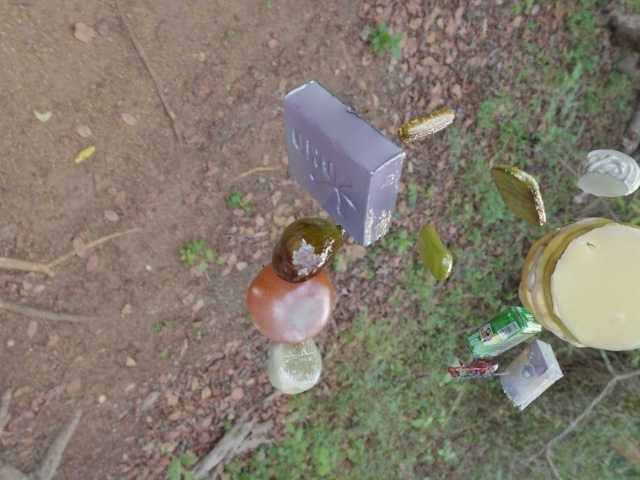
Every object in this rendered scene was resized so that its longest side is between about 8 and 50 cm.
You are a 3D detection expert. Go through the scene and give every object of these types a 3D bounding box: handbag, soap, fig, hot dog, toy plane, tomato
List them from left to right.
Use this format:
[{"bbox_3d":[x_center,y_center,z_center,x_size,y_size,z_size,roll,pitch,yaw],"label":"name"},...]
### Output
[{"bbox_3d":[-0.085,0.173,1.543,0.255,0.224,0.256,-11,112,-30],"label":"tomato"},{"bbox_3d":[-0.001,-0.002,1.369,0.274,0.146,0.170,-31,167,-25],"label":"fig"},{"bbox_3d":[0.047,-0.169,1.209,0.107,0.296,0.285,-35,152,-19],"label":"soap"},{"bbox_3d":[0.271,-0.296,1.382,0.165,0.071,0.045,-23,90,-18],"label":"hot dog"},{"bbox_3d":[0.260,0.027,1.225,0.045,0.140,0.089,-7,135,-15],"label":"soap"},{"bbox_3d":[0.379,0.313,1.300,0.145,0.060,0.037,-1,122,-8],"label":"toy plane"},{"bbox_3d":[0.555,0.360,1.426,0.095,0.117,0.173,22,123,-12],"label":"handbag"}]

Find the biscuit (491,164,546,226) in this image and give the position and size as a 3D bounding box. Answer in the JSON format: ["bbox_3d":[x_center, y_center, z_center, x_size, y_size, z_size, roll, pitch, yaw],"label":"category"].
[{"bbox_3d":[0.473,-0.107,1.262,0.029,0.118,0.247,-51,142,-3],"label":"biscuit"}]

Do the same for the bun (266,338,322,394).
[{"bbox_3d":[-0.092,0.372,1.635,0.178,0.193,0.128,3,150,-36],"label":"bun"}]

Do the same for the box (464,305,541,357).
[{"bbox_3d":[0.696,0.352,2.036,0.180,0.103,0.250,11,138,-45],"label":"box"}]

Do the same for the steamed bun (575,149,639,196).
[{"bbox_3d":[0.870,-0.210,1.612,0.183,0.182,0.106,47,64,-52],"label":"steamed bun"}]

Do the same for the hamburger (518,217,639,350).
[{"bbox_3d":[0.542,0.080,1.094,0.276,0.276,0.237,-58,-174,3],"label":"hamburger"}]
